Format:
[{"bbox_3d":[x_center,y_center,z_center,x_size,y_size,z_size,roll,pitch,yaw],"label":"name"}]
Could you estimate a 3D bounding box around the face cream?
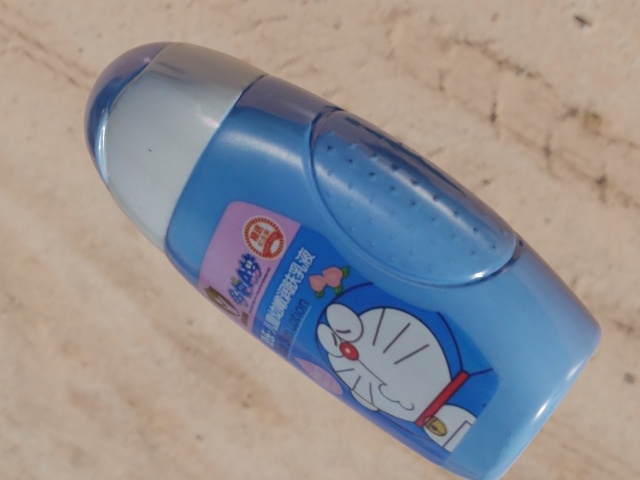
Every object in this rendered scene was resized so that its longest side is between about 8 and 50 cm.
[{"bbox_3d":[0.000,0.000,0.714,0.264,0.083,0.149,36,138,9],"label":"face cream"}]
